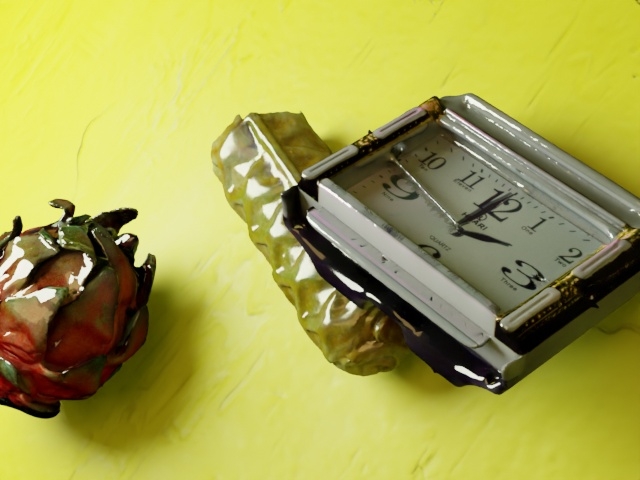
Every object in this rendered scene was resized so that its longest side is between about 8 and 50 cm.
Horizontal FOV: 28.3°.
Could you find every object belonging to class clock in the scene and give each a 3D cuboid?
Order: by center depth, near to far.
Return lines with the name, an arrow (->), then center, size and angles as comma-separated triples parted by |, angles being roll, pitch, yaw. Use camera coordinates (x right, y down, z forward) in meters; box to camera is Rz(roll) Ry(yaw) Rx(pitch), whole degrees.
clock -> 0.113, -0.005, 0.962 | 0.186, 0.083, 0.253 | -31, 51, -27

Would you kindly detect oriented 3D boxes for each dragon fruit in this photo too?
dragon fruit -> -0.242, 0.065, 1.132 | 0.188, 0.182, 0.182 | -61, 42, 47

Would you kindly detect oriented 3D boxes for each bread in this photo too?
bread -> -0.001, 0.000, 1.071 | 0.269, 0.098, 0.087 | 58, 141, 33
